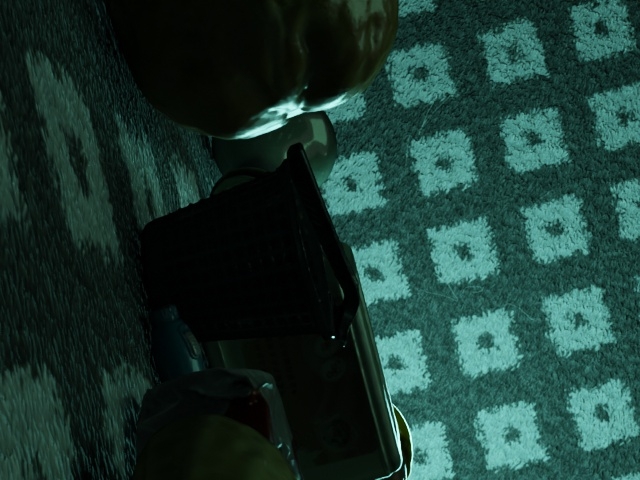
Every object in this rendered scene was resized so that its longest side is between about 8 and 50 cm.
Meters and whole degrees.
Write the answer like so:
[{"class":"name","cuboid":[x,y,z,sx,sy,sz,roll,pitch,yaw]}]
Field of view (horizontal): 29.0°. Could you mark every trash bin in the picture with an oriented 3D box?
[{"class":"trash bin","cuboid":[-0.081,0.022,1.174,0.175,0.161,0.175,-11,90,-85]}]

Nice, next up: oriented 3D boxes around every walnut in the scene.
[{"class":"walnut","cuboid":[-0.080,-0.286,1.302,0.306,0.306,0.344,10,59,-86]}]

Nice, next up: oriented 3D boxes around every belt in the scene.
[{"class":"belt","cuboid":[-0.063,0.259,0.995,0.227,0.115,0.324,-43,121,-88]}]

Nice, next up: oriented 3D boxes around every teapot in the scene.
[{"class":"teapot","cuboid":[-0.078,-0.100,1.732,0.251,0.183,0.183,-74,152,-57]}]

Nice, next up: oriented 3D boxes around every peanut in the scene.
[{"class":"peanut","cuboid":[-0.073,0.210,0.750,0.313,0.149,0.149,-72,149,-69]}]

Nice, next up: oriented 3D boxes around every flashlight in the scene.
[{"class":"flashlight","cuboid":[-0.125,0.121,1.102,0.051,0.051,0.129,-23,93,-86]}]

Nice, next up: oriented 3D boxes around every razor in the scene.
[{"class":"razor","cuboid":[0.006,-0.002,1.112,0.066,0.033,0.190,-94,169,-63]}]

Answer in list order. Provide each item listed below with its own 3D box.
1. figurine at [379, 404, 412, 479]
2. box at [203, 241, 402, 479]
[{"class":"figurine","cuboid":[0.045,0.379,1.762,0.215,0.187,0.344,47,34,-57]},{"class":"box","cuboid":[-0.022,0.151,1.437,0.175,0.182,0.312,-89,164,-75]}]
